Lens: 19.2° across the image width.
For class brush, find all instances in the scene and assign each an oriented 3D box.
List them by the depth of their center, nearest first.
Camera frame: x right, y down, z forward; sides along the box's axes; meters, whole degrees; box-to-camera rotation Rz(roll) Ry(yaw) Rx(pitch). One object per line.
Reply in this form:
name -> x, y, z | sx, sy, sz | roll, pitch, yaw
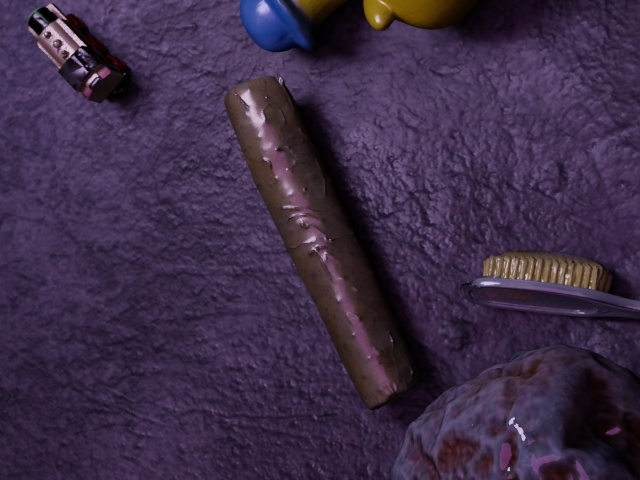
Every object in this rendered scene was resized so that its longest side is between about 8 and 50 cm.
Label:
brush -> 0.288, 0.048, 1.881 | 0.297, 0.068, 0.060 | 8, 69, 18

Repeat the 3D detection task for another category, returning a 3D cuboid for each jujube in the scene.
jujube -> 0.202, 0.219, 1.783 | 0.317, 0.226, 0.226 | -35, 71, 57

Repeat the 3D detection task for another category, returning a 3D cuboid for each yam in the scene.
yam -> 0.000, 0.000, 1.984 | 0.083, 0.083, 0.371 | -27, 79, 19

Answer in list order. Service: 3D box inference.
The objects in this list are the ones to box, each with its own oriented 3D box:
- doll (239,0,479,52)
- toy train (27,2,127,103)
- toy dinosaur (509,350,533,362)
doll -> 0.070, -0.286, 1.952 | 0.363, 0.145, 0.199 | -10, 44, 30
toy train -> -0.275, -0.210, 2.101 | 0.138, 0.087, 0.050 | 46, 101, 17
toy dinosaur -> 0.352, 0.187, 1.833 | 0.363, 0.076, 0.147 | 38, 105, 17
